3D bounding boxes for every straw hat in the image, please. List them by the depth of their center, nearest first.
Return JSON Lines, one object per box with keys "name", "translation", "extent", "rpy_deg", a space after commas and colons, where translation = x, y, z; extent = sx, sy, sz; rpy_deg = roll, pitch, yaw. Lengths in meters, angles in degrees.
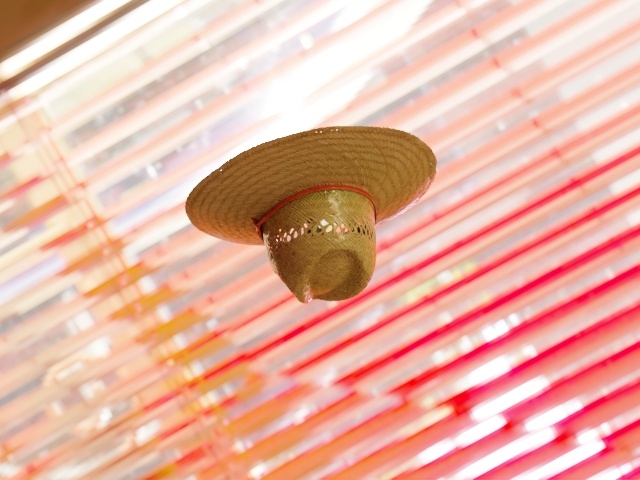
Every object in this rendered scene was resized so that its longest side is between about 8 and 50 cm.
{"name": "straw hat", "translation": [0.000, 0.000, 0.746], "extent": [0.144, 0.061, 0.144], "rpy_deg": [-9, 158, -4]}
